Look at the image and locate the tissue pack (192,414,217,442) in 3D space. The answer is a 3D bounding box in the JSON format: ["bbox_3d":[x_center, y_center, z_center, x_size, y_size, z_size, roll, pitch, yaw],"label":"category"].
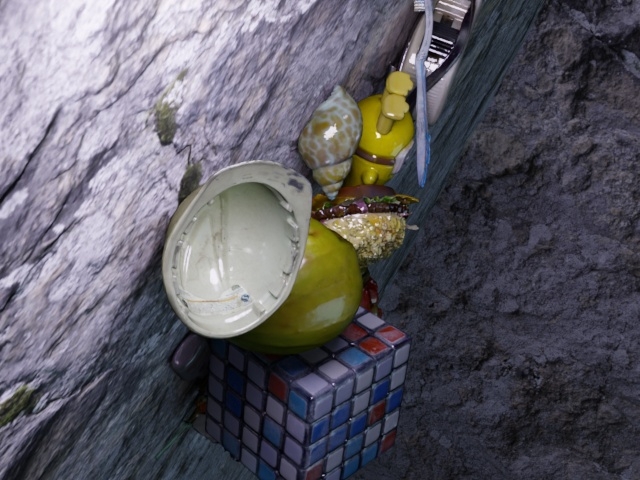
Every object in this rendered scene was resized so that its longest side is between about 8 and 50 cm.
[{"bbox_3d":[-0.223,0.400,1.994,0.103,0.090,0.170,-57,167,-9],"label":"tissue pack"}]

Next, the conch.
[{"bbox_3d":[0.022,-0.177,1.491,0.173,0.106,0.116,-69,-168,-22],"label":"conch"}]

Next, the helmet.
[{"bbox_3d":[-0.130,-0.012,1.189,0.204,0.137,0.258,6,113,-34],"label":"helmet"}]

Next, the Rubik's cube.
[{"bbox_3d":[-0.030,0.286,1.724,0.287,0.292,0.293,-24,130,-41],"label":"Rubik's cube"}]

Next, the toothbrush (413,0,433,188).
[{"bbox_3d":[0.188,-0.284,1.624,0.035,0.042,0.413,-58,148,-57],"label":"toothbrush"}]

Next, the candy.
[{"bbox_3d":[-0.283,0.391,1.865,0.185,0.049,0.055,-46,159,-16],"label":"candy"}]

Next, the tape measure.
[{"bbox_3d":[0.212,-0.360,1.715,0.271,0.133,0.231,109,4,-58],"label":"tape measure"}]

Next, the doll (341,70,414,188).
[{"bbox_3d":[0.094,-0.168,1.698,0.363,0.145,0.199,111,-5,-58],"label":"doll"}]

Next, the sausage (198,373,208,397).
[{"bbox_3d":[-0.126,0.170,1.830,0.372,0.082,0.082,-59,169,2],"label":"sausage"}]

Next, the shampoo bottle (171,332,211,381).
[{"bbox_3d":[-0.231,0.220,1.607,0.080,0.040,0.165,-56,168,-17],"label":"shampoo bottle"}]

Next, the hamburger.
[{"bbox_3d":[0.062,-0.018,1.647,0.261,0.139,0.243,-7,170,-19],"label":"hamburger"}]

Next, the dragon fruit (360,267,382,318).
[{"bbox_3d":[0.034,0.155,2.091,0.231,0.237,0.303,118,-13,-72],"label":"dragon fruit"}]

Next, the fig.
[{"bbox_3d":[-0.067,0.079,1.439,0.271,0.239,0.239,-34,155,-43],"label":"fig"}]
